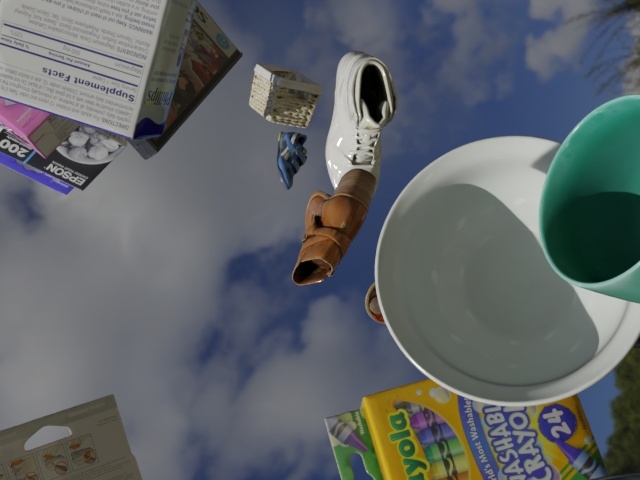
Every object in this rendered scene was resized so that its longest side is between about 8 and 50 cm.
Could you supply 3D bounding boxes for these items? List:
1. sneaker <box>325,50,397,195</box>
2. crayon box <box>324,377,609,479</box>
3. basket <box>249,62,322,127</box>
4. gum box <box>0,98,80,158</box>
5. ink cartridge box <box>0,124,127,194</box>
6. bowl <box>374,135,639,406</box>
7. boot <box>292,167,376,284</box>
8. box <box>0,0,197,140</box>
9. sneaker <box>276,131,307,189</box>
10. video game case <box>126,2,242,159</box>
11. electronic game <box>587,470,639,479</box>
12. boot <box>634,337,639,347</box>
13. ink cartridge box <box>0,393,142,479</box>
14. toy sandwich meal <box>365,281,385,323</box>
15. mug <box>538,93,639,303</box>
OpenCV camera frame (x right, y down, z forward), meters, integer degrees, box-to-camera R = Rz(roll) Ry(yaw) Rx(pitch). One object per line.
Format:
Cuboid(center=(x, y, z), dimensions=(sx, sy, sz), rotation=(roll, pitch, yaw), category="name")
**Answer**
Cuboid(center=(0.074, -0.194, 1.550), dimensions=(0.169, 0.108, 0.292), rotation=(-123, 31, -73), category="sneaker")
Cuboid(center=(0.186, 0.277, 1.105), dimensions=(0.083, 0.323, 0.203), rotation=(89, 165, -69), category="crayon box")
Cuboid(center=(-0.084, -0.328, 1.924), dimensions=(0.113, 0.167, 0.103), rotation=(7, -70, -26), category="basket")
Cuboid(center=(-0.372, -0.214, 1.190), dimensions=(0.188, 0.107, 0.062), rotation=(-49, -22, -13), category="gum box")
Cuboid(center=(-0.512, -0.175, 1.609), dimensions=(0.206, 0.208, 0.045), rotation=(29, -145, -37), category="ink cartridge box")
Cuboid(center=(0.220, 0.042, 0.965), dimensions=(0.134, 0.298, 0.298), rotation=(38, -117, -67), category="bowl")
Cuboid(center=(0.000, 0.000, 1.153), dimensions=(0.152, 0.073, 0.197), rotation=(-65, 6, -29), category="boot")
Cuboid(center=(-0.174, -0.161, 0.658), dimensions=(0.072, 0.126, 0.137), rotation=(-52, -21, -79), category="box")
Cuboid(center=(-0.059, -0.173, 1.795), dimensions=(0.053, 0.059, 0.144), rotation=(72, -163, -59), category="sneaker")
Cuboid(center=(-0.243, -0.275, 1.122), dimensions=(0.248, 0.035, 0.275), rotation=(49, -141, -19), category="video game case")
Cuboid(center=(0.349, 0.240, 0.807), dimensions=(0.229, 0.229, 0.048), rotation=(37, -134, -55), category="electronic game")
Cuboid(center=(0.363, 0.114, 1.245), dimensions=(0.207, 0.248, 0.090), rotation=(24, -100, -11), category="boot")
Cuboid(center=(-0.451, 0.422, 1.456), dimensions=(0.275, 0.060, 0.239), rotation=(-14, -102, -34), category="ink cartridge box")
Cuboid(center=(0.098, 0.076, 1.098), dimensions=(0.085, 0.029, 0.085), rotation=(-7, -63, -14), category="toy sandwich meal")
Cuboid(center=(0.231, -0.027, 0.553), dimensions=(0.097, 0.158, 0.129), rotation=(15, -121, -24), category="mug")
